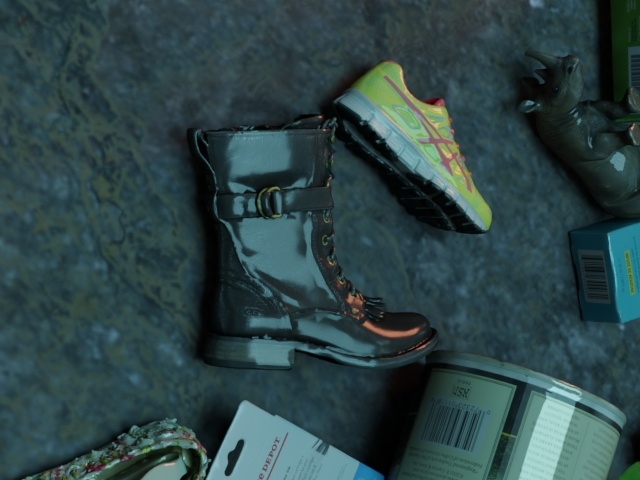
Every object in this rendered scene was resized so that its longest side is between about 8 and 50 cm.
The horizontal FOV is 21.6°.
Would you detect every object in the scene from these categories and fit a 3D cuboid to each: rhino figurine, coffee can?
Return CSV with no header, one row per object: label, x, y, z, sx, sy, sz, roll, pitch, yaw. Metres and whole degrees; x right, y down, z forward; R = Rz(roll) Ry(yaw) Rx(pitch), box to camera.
rhino figurine,0.279,-0.108,1.709,0.243,0.106,0.073,43,47,-28
coffee can,0.151,0.265,1.568,0.201,0.201,0.275,28,76,-32

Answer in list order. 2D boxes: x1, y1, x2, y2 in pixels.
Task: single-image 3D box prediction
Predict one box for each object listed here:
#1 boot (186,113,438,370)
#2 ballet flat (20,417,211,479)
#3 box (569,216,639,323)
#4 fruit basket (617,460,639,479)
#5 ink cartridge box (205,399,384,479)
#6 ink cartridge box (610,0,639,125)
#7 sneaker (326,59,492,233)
boot,0.000,0.000,1.522,0.263,0.091,0.229,1,91,-33
ballet flat,-0.193,0.222,1.402,0.241,0.077,0.091,-34,111,-29
box,0.381,0.012,1.808,0.244,0.060,0.100,-16,101,-33
fruit basket,0.340,0.375,1.643,0.392,0.283,0.392,6,78,-29
ink cartridge box,-0.039,0.221,1.519,0.180,0.060,0.104,34,73,-31
ink cartridge box,0.425,-0.220,1.814,0.255,0.097,0.189,-5,94,-47
sneaker,0.104,-0.088,1.599,0.208,0.081,0.094,46,64,-26
